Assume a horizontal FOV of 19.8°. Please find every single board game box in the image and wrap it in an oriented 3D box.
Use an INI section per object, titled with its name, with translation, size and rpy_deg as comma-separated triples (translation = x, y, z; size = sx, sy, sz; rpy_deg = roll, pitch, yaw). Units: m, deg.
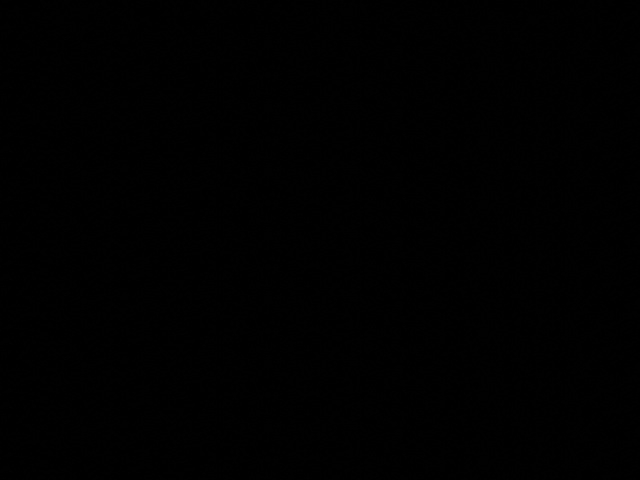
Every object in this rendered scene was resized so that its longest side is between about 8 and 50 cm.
[board game box]
translation = -0.015, -0.055, 0.159
size = 0.356, 0.356, 0.356
rpy_deg = 23, -86, -27
